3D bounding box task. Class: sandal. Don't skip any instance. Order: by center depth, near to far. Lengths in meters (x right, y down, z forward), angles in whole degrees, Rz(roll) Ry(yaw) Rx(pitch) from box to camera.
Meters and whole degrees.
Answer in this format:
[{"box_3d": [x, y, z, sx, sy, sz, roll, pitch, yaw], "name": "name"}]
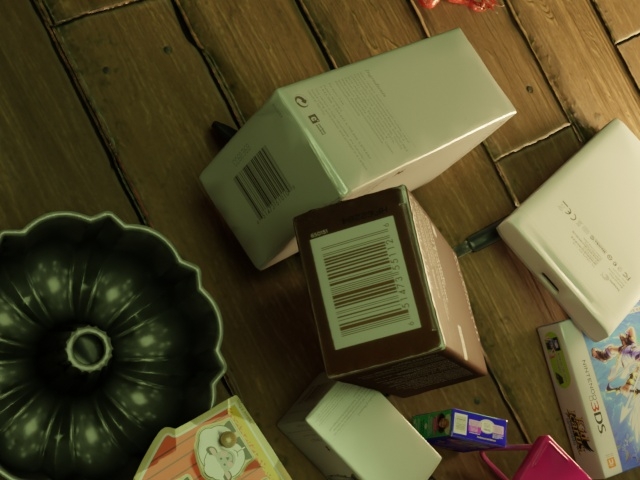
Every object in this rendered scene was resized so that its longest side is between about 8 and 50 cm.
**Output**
[{"box_3d": [-0.086, -0.100, 1.312, 0.179, 0.067, 0.040, 40, 103, -6], "name": "sandal"}]

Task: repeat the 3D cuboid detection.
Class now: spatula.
[{"box_3d": [0.215, 0.014, 1.440, 0.296, 0.030, 0.084, -26, 86, -28], "name": "spatula"}]

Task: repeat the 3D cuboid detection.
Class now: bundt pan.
[{"box_3d": [-0.285, 0.135, 1.116, 0.331, 0.124, 0.330, 6, 74, -23], "name": "bundt pan"}]

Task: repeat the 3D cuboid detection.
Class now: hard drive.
[{"box_3d": [0.462, -0.027, 1.524, 0.233, 0.047, 0.353, 49, 56, 3], "name": "hard drive"}]

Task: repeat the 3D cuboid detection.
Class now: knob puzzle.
[{"box_3d": [-0.126, 0.292, 1.049, 0.213, 0.030, 0.213, 6, 70, -16], "name": "knob puzzle"}]

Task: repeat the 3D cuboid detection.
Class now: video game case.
[{"box_3d": [0.497, 0.225, 1.501, 0.270, 0.061, 0.244, -11, 82, -27], "name": "video game case"}]

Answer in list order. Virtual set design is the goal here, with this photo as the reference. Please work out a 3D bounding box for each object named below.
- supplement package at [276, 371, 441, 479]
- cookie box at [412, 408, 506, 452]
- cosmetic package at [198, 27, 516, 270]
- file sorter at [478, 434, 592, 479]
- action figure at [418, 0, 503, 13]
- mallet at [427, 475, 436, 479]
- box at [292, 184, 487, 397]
[{"box_3d": [0.050, 0.267, 1.251, 0.179, 0.105, 0.105, 47, 62, -6], "name": "supplement package"}, {"box_3d": [0.192, 0.266, 1.317, 0.092, 0.107, 0.040, 16, 68, -22], "name": "cookie box"}, {"box_3d": [0.057, -0.129, 1.247, 0.385, 0.217, 0.156, -26, 81, -41], "name": "cosmetic package"}, {"box_3d": [0.243, 0.439, 1.252, 0.202, 0.182, 0.290, 45, 63, -9], "name": "file sorter"}, {"box_3d": [0.268, -0.441, 1.553, 0.139, 0.091, 0.280, 45, 62, 2], "name": "action figure"}, {"box_3d": [0.113, 0.406, 1.285, 0.062, 0.039, 0.189, 31, 69, -10], "name": "mallet"}, {"box_3d": [0.101, 0.082, 1.169, 0.143, 0.381, 0.191, -16, 75, 11], "name": "box"}]
